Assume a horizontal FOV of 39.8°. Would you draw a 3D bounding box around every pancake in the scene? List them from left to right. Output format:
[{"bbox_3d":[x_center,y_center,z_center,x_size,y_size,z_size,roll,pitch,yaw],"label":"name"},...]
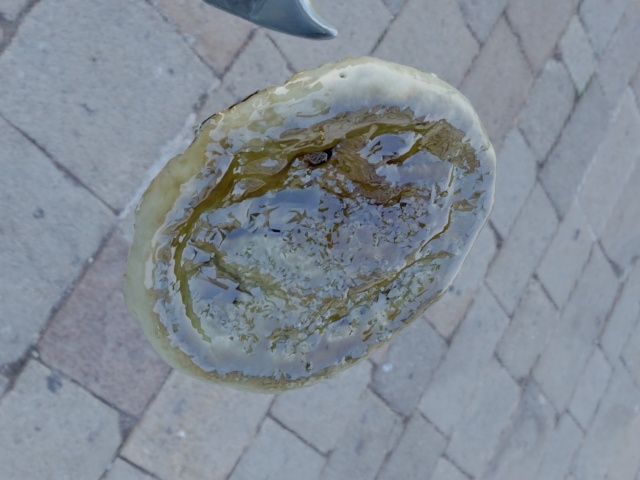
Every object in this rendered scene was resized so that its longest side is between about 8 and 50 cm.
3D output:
[{"bbox_3d":[-0.001,-0.001,0.769,0.356,0.065,0.356,-14,130,-17],"label":"pancake"}]

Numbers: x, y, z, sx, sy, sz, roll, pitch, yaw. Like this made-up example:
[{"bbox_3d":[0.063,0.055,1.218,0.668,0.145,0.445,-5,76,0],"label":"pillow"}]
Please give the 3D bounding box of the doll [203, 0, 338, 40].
[{"bbox_3d":[-0.103,-0.271,0.776,0.103,0.316,0.146,57,49,-71],"label":"doll"}]
